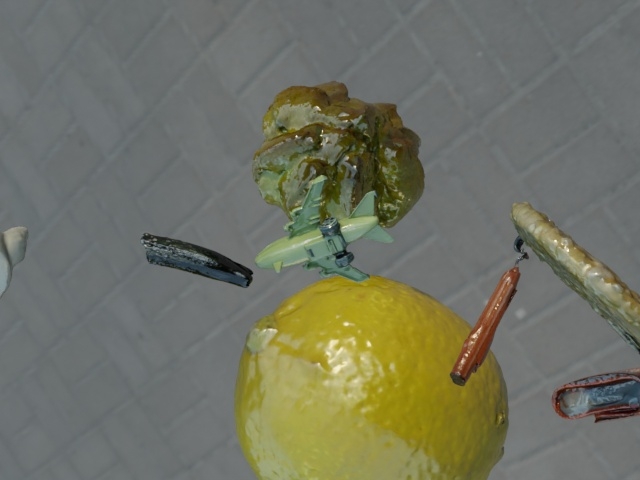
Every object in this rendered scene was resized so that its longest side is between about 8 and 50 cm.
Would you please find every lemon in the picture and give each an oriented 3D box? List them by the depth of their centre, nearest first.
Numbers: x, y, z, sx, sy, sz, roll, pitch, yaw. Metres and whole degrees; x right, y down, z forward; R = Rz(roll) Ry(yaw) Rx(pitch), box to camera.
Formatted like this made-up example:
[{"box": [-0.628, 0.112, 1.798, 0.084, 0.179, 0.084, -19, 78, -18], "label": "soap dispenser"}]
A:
[{"box": [0.059, 0.200, 1.604, 0.336, 0.336, 0.336, 21, 126, 32], "label": "lemon"}]

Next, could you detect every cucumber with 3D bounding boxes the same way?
[{"box": [-0.141, 0.021, 1.524, 0.135, 0.033, 0.034, 12, 126, 3], "label": "cucumber"}]

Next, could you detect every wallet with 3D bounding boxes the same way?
[{"box": [0.332, 0.129, 1.219, 0.142, 0.204, 0.045, -23, 75, 63], "label": "wallet"}]

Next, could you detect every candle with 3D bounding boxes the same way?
[{"box": [0.163, 0.063, 1.246, 0.026, 0.167, 0.021, 43, 152, -26], "label": "candle"}]

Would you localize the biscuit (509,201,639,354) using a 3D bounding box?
[{"box": [0.221, 0.050, 0.988, 0.220, 0.220, 0.033, 45, 94, 13], "label": "biscuit"}]

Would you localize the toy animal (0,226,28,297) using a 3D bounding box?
[{"box": [-0.275, -0.015, 0.966, 0.181, 0.127, 0.131, 51, 138, 42], "label": "toy animal"}]

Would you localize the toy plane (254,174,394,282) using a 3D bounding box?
[{"box": [0.000, 0.000, 1.052, 0.111, 0.040, 0.102, -23, 117, 4], "label": "toy plane"}]

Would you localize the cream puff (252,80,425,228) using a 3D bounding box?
[{"box": [0.025, -0.114, 1.883, 0.244, 0.244, 0.196, 24, 150, 31], "label": "cream puff"}]
